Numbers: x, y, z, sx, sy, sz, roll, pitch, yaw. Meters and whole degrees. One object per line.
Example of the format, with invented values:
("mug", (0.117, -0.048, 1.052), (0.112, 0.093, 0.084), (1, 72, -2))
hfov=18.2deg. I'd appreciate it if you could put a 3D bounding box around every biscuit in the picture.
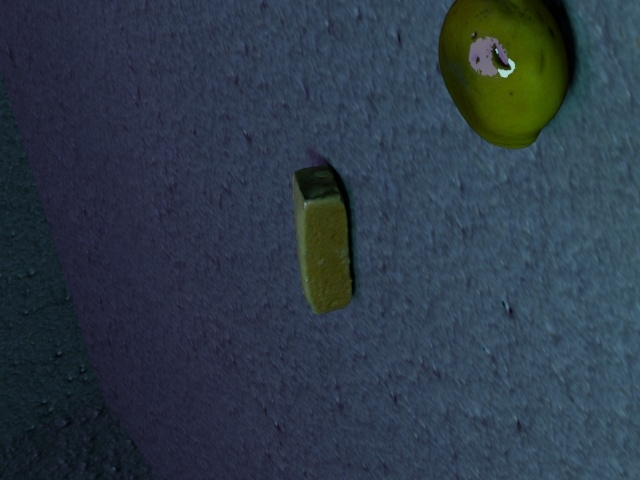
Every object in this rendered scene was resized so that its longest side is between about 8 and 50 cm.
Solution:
("biscuit", (0.000, 0.000, 1.991), (0.188, 0.052, 0.056), (87, 169, -52))

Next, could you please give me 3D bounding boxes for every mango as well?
("mango", (0.127, -0.115, 1.387), (0.103, 0.076, 0.161), (50, 168, 22))
